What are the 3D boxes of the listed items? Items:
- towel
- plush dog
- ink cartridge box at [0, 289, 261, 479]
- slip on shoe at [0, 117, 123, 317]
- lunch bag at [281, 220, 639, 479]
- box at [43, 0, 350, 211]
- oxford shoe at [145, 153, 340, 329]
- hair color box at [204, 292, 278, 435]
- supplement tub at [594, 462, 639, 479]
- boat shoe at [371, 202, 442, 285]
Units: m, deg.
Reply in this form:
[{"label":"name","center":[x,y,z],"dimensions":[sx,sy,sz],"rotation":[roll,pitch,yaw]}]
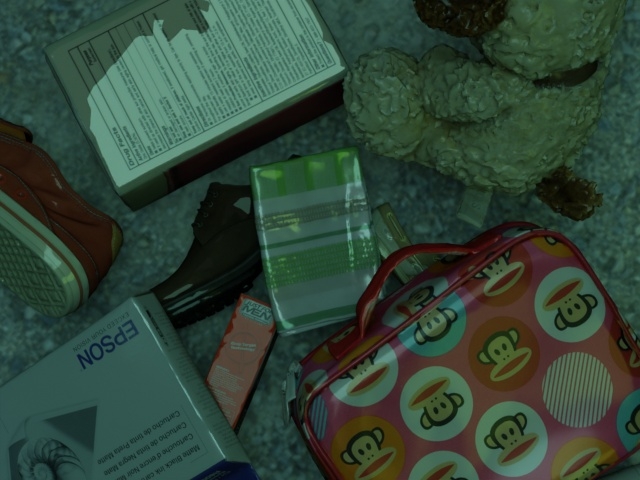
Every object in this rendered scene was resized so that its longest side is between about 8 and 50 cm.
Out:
[{"label":"towel","center":[0.000,0.000,1.528],"dimensions":[0.113,0.023,0.152],"rotation":[-13,97,-27]},{"label":"plush dog","center":[0.175,-0.156,1.456],"dimensions":[0.262,0.225,0.210],"rotation":[-21,50,-30]},{"label":"ink cartridge box","center":[-0.179,0.193,1.514],"dimensions":[0.223,0.045,0.224],"rotation":[-34,83,23]},{"label":"slip on shoe","center":[-0.311,-0.070,1.570],"dimensions":[0.331,0.123,0.101],"rotation":[41,53,10]},{"label":"lunch bag","center":[0.123,0.123,1.499],"dimensions":[0.293,0.120,0.258],"rotation":[-34,102,-5]},{"label":"box","center":[-0.106,-0.147,1.559],"dimensions":[0.232,0.127,0.149],"rotation":[-27,84,-3]},{"label":"oxford shoe","center":[-0.090,0.004,1.568],"dimensions":[0.227,0.083,0.096],"rotation":[-36,82,-16]},{"label":"hair color box","center":[-0.077,0.122,1.554],"dimensions":[0.043,0.072,0.141],"rotation":[21,84,3]},{"label":"supplement tub","center":[0.249,0.245,1.538],"dimensions":[0.107,0.071,0.071],"rotation":[-20,83,-2]},{"label":"boat shoe","center":[0.088,0.023,1.576],"dimensions":[0.045,0.050,0.135],"rotation":[-42,85,1]}]
